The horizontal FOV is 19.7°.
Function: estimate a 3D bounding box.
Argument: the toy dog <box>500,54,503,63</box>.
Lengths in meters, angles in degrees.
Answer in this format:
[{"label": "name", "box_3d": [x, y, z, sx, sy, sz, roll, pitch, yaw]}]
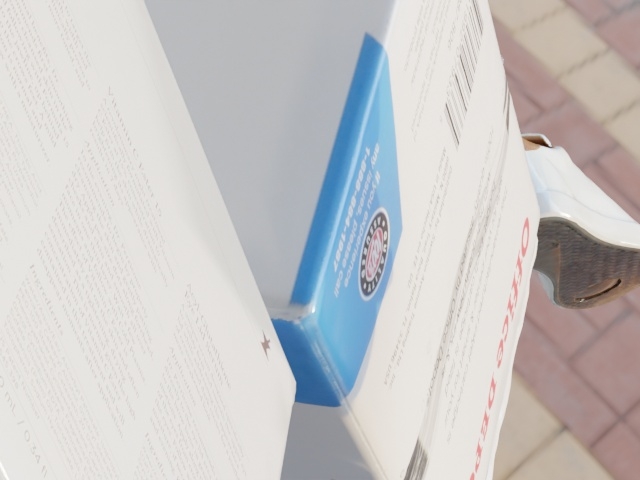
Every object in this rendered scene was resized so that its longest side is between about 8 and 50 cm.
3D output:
[{"label": "toy dog", "box_3d": [0.061, -0.181, 1.757, 0.220, 0.161, 0.333, 23, 41, -13]}]

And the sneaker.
[{"label": "sneaker", "box_3d": [0.206, -0.027, 1.566, 0.290, 0.106, 0.123, 33, 33, -60]}]

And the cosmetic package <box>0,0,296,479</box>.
[{"label": "cosmetic package", "box_3d": [-0.120, -0.018, 0.595, 0.284, 0.097, 0.377, -76, 149, -61]}]

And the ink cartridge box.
[{"label": "ink cartridge box", "box_3d": [0.000, 0.000, 1.040, 0.166, 0.395, 0.285, 6, 62, 19]}]
